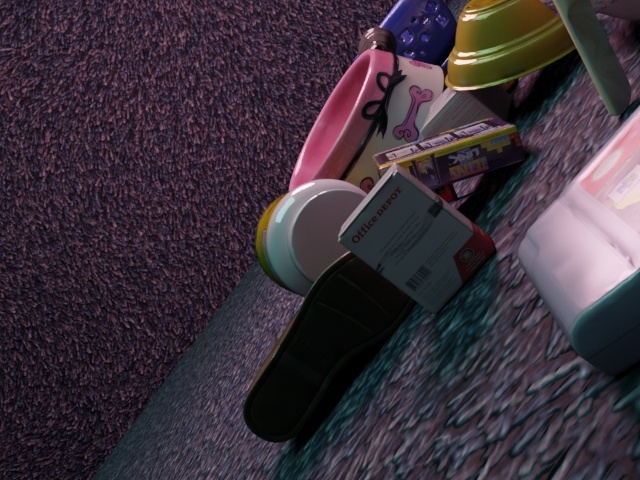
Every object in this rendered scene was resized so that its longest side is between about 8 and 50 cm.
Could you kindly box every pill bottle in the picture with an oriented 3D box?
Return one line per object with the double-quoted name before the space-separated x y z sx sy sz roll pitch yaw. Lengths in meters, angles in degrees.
"pill bottle" 0.000 0.000 1.200 0.188 0.188 0.334 -54 8 -7

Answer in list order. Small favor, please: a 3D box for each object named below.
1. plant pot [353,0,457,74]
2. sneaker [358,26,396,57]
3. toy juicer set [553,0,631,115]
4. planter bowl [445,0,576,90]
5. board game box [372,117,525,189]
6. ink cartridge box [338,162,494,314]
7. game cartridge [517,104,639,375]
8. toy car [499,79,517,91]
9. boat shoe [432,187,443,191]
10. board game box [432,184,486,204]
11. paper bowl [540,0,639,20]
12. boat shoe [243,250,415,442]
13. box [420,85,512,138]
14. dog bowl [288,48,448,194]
"plant pot" 0.235 -0.471 1.837 0.236 0.212 0.236 -52 6 9
"sneaker" 0.116 -0.329 1.705 0.130 0.109 0.286 -81 -9 -61
"toy juicer set" 0.302 -0.293 0.644 0.329 0.209 0.089 -49 0 21
"planter bowl" 0.259 -0.300 1.042 0.217 0.090 0.217 -24 23 11
"board game box" 0.157 -0.105 0.958 0.170 0.048 0.141 -17 14 5
"ink cartridge box" 0.101 -0.003 0.804 0.099 0.135 0.056 -50 7 17
"game cartridge" 0.251 -0.057 0.477 0.294 0.060 0.196 -51 12 14
"toy car" 0.275 -0.247 1.234 0.060 0.040 0.122 -58 10 -34
"boat shoe" 0.153 -0.077 1.131 0.064 0.060 0.178 -51 -6 38
"board game box" 0.124 -0.048 0.947 0.169 0.033 0.133 -23 1 -27
"paper bowl" 0.362 -0.359 0.819 0.284 0.148 0.284 -52 7 9
"boat shoe" 0.011 0.106 0.937 0.307 0.111 0.104 -47 3 5
"box" 0.218 -0.187 1.122 0.102 0.087 0.101 -48 9 37
"dog bowl" 0.078 -0.197 1.493 0.408 0.150 0.408 -57 15 24
